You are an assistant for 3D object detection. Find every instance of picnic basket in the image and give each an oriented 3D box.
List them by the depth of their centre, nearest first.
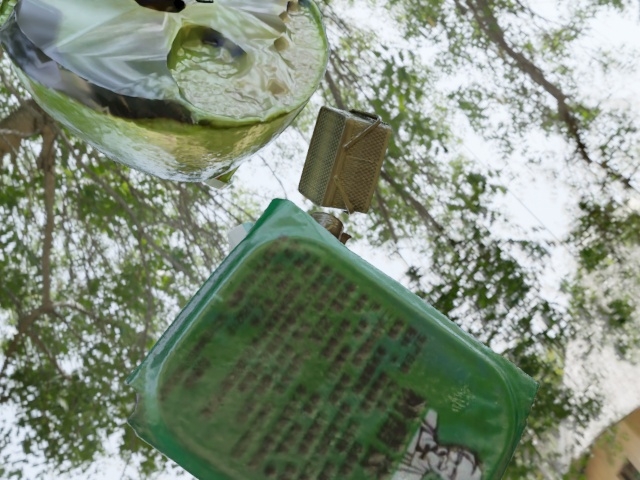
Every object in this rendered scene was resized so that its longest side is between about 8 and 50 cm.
[{"bbox_3d":[0.061,-0.207,1.627,0.139,0.165,0.266,8,-72,-29],"label":"picnic basket"}]

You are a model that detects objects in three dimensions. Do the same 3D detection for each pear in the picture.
[{"bbox_3d":[-0.188,-0.217,0.779,0.399,0.399,0.165,-9,-36,-31],"label":"pear"}]

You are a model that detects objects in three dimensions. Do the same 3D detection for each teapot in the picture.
[{"bbox_3d":[0.000,0.000,1.108,0.085,0.080,0.110,33,-32,-16],"label":"teapot"}]

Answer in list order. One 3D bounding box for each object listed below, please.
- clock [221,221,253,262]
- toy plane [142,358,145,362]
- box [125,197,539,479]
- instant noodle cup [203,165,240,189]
[{"bbox_3d":[-0.139,0.130,1.398,0.116,0.262,0.231,-24,-27,-13],"label":"clock"},{"bbox_3d":[-0.279,0.321,1.406,0.267,0.267,0.122,-32,-27,-3],"label":"toy plane"},{"bbox_3d":[0.010,0.158,0.622,0.264,0.337,0.106,-53,0,-26],"label":"box"},{"bbox_3d":[-0.258,-0.343,1.700,0.308,0.294,0.294,-44,-36,18],"label":"instant noodle cup"}]
